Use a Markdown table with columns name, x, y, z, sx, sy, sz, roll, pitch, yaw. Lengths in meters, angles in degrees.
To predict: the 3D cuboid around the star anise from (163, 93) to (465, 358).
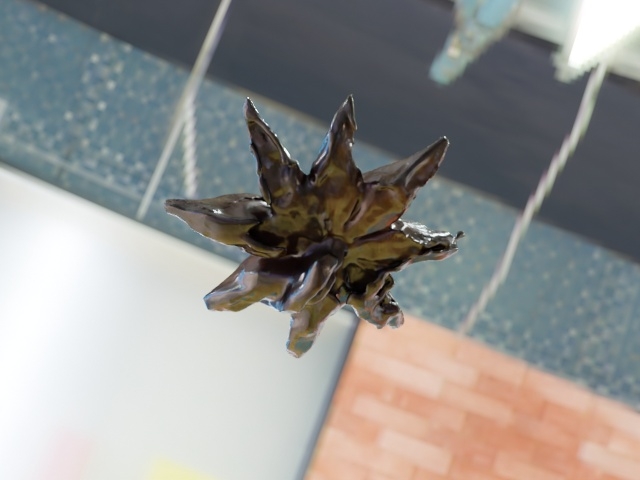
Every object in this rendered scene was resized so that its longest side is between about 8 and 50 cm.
| name | x | y | z | sx | sy | sz | roll | pitch | yaw |
| --- | --- | --- | --- | --- | --- | --- | --- | --- | --- |
| star anise | 0.000 | 0.000 | 1.591 | 0.271 | 0.102 | 0.272 | -3 | -59 | -5 |
